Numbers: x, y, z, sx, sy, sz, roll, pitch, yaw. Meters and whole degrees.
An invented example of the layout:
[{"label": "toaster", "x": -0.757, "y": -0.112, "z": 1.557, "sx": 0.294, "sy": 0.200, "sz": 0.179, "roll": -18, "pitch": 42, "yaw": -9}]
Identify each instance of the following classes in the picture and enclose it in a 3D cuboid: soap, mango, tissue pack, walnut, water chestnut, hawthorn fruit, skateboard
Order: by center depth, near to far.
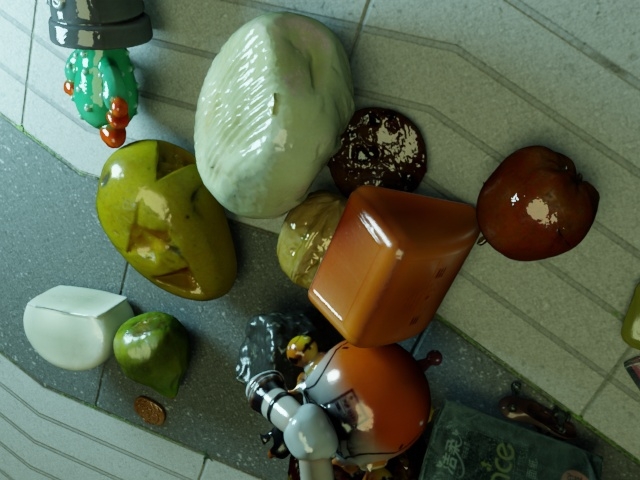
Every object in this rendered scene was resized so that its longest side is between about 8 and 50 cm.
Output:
[{"label": "hawthorn fruit", "x": 0.334, "y": -0.048, "z": 1.094, "sx": 0.202, "sy": 0.185, "sz": 0.185, "roll": -35, "pitch": 95, "yaw": 33}, {"label": "soap", "x": 0.567, "y": 0.127, "z": 1.145, "sx": 0.089, "sy": 0.045, "sz": 0.140, "roll": 14, "pitch": 115, "yaw": 14}, {"label": "tissue pack", "x": 0.339, "y": 0.451, "z": 1.233, "sx": 0.315, "sy": 0.228, "sz": 0.103, "roll": 18, "pitch": 137, "yaw": 10}, {"label": "walnut", "x": 0.000, "y": 0.000, "z": 1.264, "sx": 0.159, "sy": 0.159, "sz": 0.207, "roll": 32, "pitch": 128, "yaw": 8}, {"label": "skateboard", "x": 0.413, "y": 0.347, "z": 1.299, "sx": 0.151, "sy": 0.067, "sz": 0.080, "roll": 29, "pitch": 129, "yaw": 5}, {"label": "water chestnut", "x": 0.081, "y": 0.489, "z": 1.355, "sx": 0.300, "sy": 0.300, "sz": 0.300, "roll": 9, "pitch": 114, "yaw": 19}, {"label": "mango", "x": -0.300, "y": -0.034, "z": 1.376, "sx": 0.253, "sy": 0.182, "sz": 0.365, "roll": -24, "pitch": 112, "yaw": 26}]

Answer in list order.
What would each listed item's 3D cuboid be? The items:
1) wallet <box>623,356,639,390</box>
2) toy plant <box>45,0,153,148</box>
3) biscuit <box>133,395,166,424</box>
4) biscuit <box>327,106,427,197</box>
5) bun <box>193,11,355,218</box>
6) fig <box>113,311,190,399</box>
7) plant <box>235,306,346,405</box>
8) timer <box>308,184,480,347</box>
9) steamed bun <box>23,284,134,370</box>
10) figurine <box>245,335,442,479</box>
[{"label": "wallet", "x": 0.651, "y": 0.289, "z": 1.191, "sx": 0.119, "sy": 0.025, "sz": 0.232, "roll": -32, "pitch": 98, "yaw": 29}, {"label": "toy plant", "x": -0.416, "y": -0.369, "z": 1.272, "sx": 0.279, "sy": 0.185, "sz": 0.400, "roll": 20, "pitch": 127, "yaw": 28}, {"label": "biscuit", "x": -0.433, "y": 0.434, "z": 1.710, "sx": 0.091, "sy": 0.015, "sz": 0.078, "roll": 22, "pitch": 118, "yaw": 13}, {"label": "biscuit", "x": 0.099, "y": -0.147, "z": 1.224, "sx": 0.192, "sy": 0.049, "sz": 0.192, "roll": 10, "pitch": 120, "yaw": 18}, {"label": "bun", "x": -0.071, "y": -0.206, "z": 1.168, "sx": 0.361, "sy": 0.213, "sz": 0.361, "roll": -18, "pitch": 68, "yaw": 54}, {"label": "fig", "x": -0.375, "y": 0.252, "z": 1.546, "sx": 0.167, "sy": 0.167, "sz": 0.233, "roll": 20, "pitch": 155, "yaw": 14}, {"label": "plant", "x": -0.042, "y": 0.236, "z": 1.360, "sx": 0.234, "sy": 0.204, "sz": 0.178, "roll": 8, "pitch": 102, "yaw": -28}, {"label": "timer", "x": 0.149, "y": 0.052, "z": 1.190, "sx": 0.161, "sy": 0.250, "sz": 0.257, "roll": 50, "pitch": 129, "yaw": 40}, {"label": "steamed bun", "x": -0.564, "y": 0.211, "z": 1.595, "sx": 0.241, "sy": 0.146, "sz": 0.164, "roll": 8, "pitch": 109, "yaw": 20}, {"label": "figurine", "x": 0.062, "y": 0.291, "z": 1.190, "sx": 0.320, "sy": 0.323, "sz": 0.196, "roll": 58, "pitch": 145, "yaw": 10}]
